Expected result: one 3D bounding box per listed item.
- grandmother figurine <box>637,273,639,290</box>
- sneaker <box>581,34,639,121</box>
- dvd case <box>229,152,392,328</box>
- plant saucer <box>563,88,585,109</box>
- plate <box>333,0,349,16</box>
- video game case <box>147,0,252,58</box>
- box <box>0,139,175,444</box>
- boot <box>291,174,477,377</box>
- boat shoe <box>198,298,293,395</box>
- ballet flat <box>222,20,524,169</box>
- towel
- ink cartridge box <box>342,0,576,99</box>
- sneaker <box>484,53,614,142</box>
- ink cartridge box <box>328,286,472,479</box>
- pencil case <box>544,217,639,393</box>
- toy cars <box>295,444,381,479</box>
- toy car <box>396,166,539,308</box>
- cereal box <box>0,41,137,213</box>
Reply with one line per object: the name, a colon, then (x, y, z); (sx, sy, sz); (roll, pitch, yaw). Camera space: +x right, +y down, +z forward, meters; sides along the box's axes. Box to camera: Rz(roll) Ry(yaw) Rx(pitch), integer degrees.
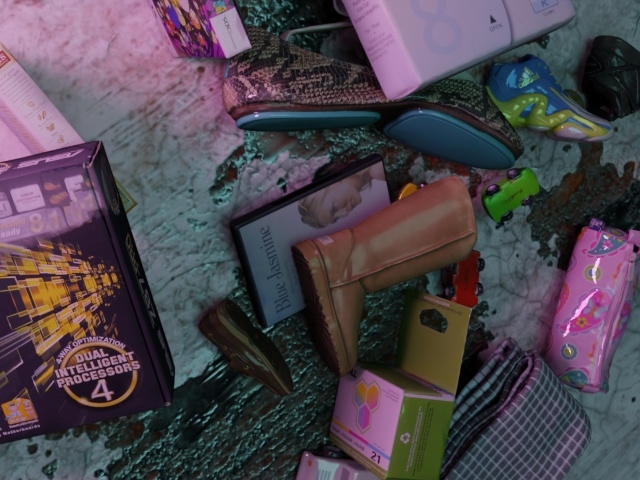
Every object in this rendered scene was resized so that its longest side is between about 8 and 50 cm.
grandmother figurine: (0.681, 0.023, 1.742); (0.342, 0.104, 0.208); (-12, 77, -22)
sneaker: (0.528, -0.238, 1.620); (0.227, 0.087, 0.130); (24, 90, -25)
dvd case: (0.000, 0.000, 1.407); (0.253, 0.022, 0.180); (-27, 123, -20)
plant saucer: (0.402, -0.209, 1.599); (0.083, 0.015, 0.084); (-5, 101, -25)
plate: (0.136, -0.438, 1.389); (0.277, 0.045, 0.278); (3, 88, -28)
video game case: (-0.175, -0.324, 1.165); (0.041, 0.232, 0.210); (-29, 111, -17)
box: (-0.396, 0.082, 1.104); (0.394, 0.097, 0.318); (-12, 112, 1)
boot: (0.110, 0.056, 1.417); (0.269, 0.089, 0.236); (-22, 120, -18)
boat shoe: (-0.105, 0.161, 1.388); (0.060, 0.064, 0.178); (-33, 114, 15)
ballet flat: (0.093, -0.221, 1.373); (0.482, 0.164, 0.182); (6, 81, -25)
towel: (0.297, 0.336, 1.557); (0.284, 0.121, 0.235); (-50, 128, -9)
ink cartridge box: (0.148, -0.419, 1.302); (0.308, 0.091, 0.385); (-27, 96, -28)
sneaker: (0.364, -0.226, 1.523); (0.240, 0.091, 0.126); (7, 91, -18)
ink cartridge box: (0.114, 0.203, 1.430); (0.097, 0.188, 0.255); (9, 94, -26)
pencil case: (0.465, 0.113, 1.629); (0.124, 0.124, 0.284); (15, 93, -28)
toy cars: (0.110, 0.462, 1.530); (0.176, 0.087, 0.394); (-40, 114, -16)
toy car: (0.243, -0.038, 1.516); (0.225, 0.053, 0.239); (-35, 113, -8)
cereal box: (-0.331, -0.129, 1.154); (0.047, 0.173, 0.240); (-43, 115, -14)
